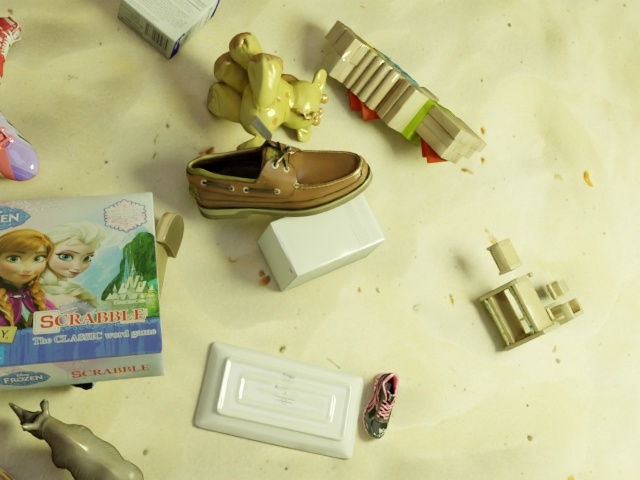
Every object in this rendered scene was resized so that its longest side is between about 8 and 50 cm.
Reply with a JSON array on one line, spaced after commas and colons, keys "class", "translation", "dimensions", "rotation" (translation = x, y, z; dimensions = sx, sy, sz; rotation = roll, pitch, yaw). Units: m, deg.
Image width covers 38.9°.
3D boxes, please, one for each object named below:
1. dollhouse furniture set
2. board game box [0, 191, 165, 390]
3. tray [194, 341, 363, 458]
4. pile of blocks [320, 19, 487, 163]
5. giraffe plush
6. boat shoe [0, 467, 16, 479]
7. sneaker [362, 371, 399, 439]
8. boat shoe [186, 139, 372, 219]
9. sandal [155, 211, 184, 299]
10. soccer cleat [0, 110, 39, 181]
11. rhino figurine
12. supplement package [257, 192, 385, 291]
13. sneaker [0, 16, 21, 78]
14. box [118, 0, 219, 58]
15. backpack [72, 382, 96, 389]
[{"class": "dollhouse furniture set", "translation": [0.373, 0.090, 1.676], "dimensions": [0.161, 0.101, 0.182], "rotation": [-14, 75, -47]}, {"class": "board game box", "translation": [-0.399, 0.068, 1.343], "dimensions": [0.319, 0.066, 0.318], "rotation": [-5, 49, -11]}, {"class": "tray", "translation": [-0.061, 0.263, 1.494], "dimensions": [0.270, 0.030, 0.145], "rotation": [15, 67, -12]}, {"class": "pile of blocks", "translation": [0.138, -0.256, 1.708], "dimensions": [0.362, 0.149, 0.112], "rotation": [43, 108, 10]}, {"class": "giraffe plush", "translation": [-0.074, -0.255, 1.607], "dimensions": [0.170, 0.181, 0.210], "rotation": [-9, 63, -42]}, {"class": "boat shoe", "translation": [-0.546, 0.311, 1.271], "dimensions": [0.342, 0.123, 0.123], "rotation": [38, 65, -2]}, {"class": "sneaker", "translation": [0.107, 0.275, 1.528], "dimensions": [0.047, 0.057, 0.119], "rotation": [19, 68, -13]}, {"class": "boat shoe", "translation": [-0.072, -0.106, 1.494], "dimensions": [0.307, 0.104, 0.110], "rotation": [-10, 43, 9]}, {"class": "sandal", "translation": [-0.301, 0.056, 1.477], "dimensions": [0.079, 0.088, 0.240], "rotation": [8, 58, 18]}, {"class": "soccer cleat", "translation": [-0.547, -0.199, 1.460], "dimensions": [0.083, 0.095, 0.248], "rotation": [-38, 86, -25]}, {"class": "rhino figurine", "translation": [-0.360, 0.311, 1.339], "dimensions": [0.243, 0.106, 0.073], "rotation": [38, 65, -2]}, {"class": "supplement package", "translation": [0.000, 0.000, 1.561], "dimensions": [0.179, 0.105, 0.105], "rotation": [-22, 80, -24]}, {"class": "sneaker", "translation": [-0.536, -0.330, 1.537], "dimensions": [0.067, 0.042, 0.118], "rotation": [-13, 74, -18]}, {"class": "box", "translation": [-0.272, -0.422, 1.636], "dimensions": [0.126, 0.072, 0.137], "rotation": [39, 66, -1]}, {"class": "backpack", "translation": [-0.378, 0.169, 1.383], "dimensions": [0.114, 0.105, 0.084], "rotation": [35, 64, -4]}]
